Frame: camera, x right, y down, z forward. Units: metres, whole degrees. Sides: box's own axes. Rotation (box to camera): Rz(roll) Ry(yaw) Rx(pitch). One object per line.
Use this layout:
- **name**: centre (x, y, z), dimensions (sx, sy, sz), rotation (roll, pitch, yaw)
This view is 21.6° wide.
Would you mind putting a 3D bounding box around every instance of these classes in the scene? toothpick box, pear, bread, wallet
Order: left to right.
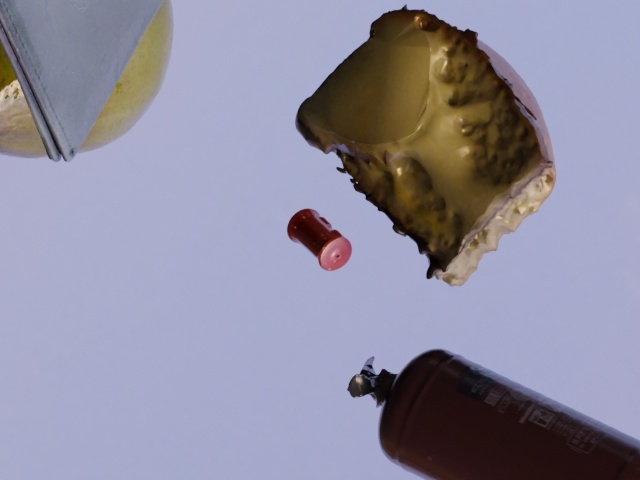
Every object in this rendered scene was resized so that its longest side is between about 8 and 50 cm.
- **pear**: centre (-0.341, -0.224, 1.980), dimensions (0.287, 0.287, 0.375), rotation (-10, -151, 47)
- **wallet**: centre (-0.240, -0.260, 1.639), dimensions (0.054, 0.251, 0.290), rotation (6, -128, 22)
- **toothpick box**: centre (0.000, 0.000, 1.973), dimensions (0.047, 0.047, 0.083), rotation (-50, -138, 2)
- **bread**: centre (0.129, -0.103, 1.664), dimensions (0.204, 0.162, 0.262), rotation (-49, -116, 24)

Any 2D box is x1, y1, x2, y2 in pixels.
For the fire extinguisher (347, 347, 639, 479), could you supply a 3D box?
- **fire extinguisher**: centre (0.161, 0.180, 1.469), dimensions (0.337, 0.135, 0.114), rotation (25, -82, 24)
